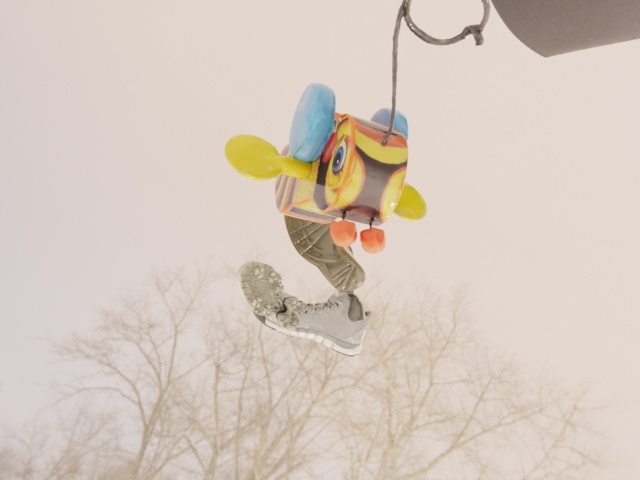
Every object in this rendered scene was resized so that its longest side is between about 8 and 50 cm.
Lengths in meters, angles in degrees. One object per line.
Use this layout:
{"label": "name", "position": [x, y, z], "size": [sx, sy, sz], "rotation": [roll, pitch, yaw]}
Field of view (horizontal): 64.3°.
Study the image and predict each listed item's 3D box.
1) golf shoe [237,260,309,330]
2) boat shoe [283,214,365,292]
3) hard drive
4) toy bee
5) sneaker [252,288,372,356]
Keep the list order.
{"label": "golf shoe", "position": [-0.094, 0.083, 0.799], "size": [0.086, 0.069, 0.176], "rotation": [21, -23, 36]}
{"label": "boat shoe", "position": [0.001, 0.000, 0.870], "size": [0.080, 0.073, 0.223], "rotation": [-35, -56, 4]}
{"label": "hard drive", "position": [0.300, -0.288, 0.600], "size": [0.172, 0.255, 0.054], "rotation": [1, -93, 39]}
{"label": "toy bee", "position": [0.012, -0.062, 0.447], "size": [0.196, 0.162, 0.298], "rotation": [7, -18, 0]}
{"label": "sneaker", "position": [-0.004, 0.122, 0.958], "size": [0.229, 0.086, 0.132], "rotation": [23, -84, -21]}
